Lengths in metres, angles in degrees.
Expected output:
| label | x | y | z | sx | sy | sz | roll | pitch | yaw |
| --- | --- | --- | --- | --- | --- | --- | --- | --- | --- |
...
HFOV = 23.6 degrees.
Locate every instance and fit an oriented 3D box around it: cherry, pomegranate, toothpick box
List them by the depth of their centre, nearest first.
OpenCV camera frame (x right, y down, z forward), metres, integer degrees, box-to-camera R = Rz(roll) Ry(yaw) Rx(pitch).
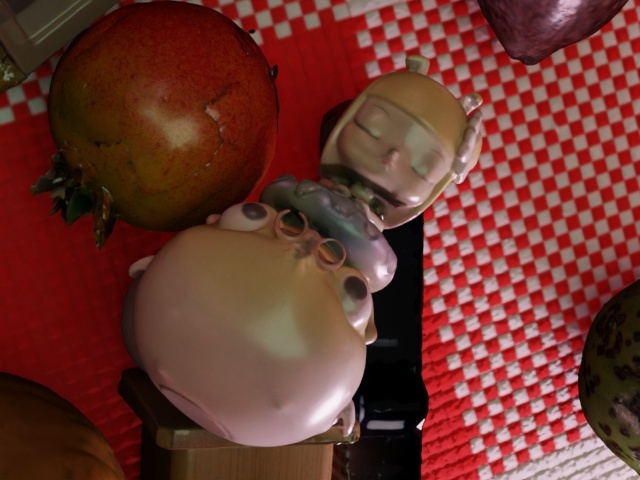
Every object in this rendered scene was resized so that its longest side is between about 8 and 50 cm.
| label | x | y | z | sx | sy | sz | roll | pitch | yaw |
| --- | --- | --- | --- | --- | --- | --- | --- | --- | --- |
| pomegranate | -0.145 | -0.100 | 1.345 | 0.210 | 0.210 | 0.235 | 46 | 77 | -18 |
| toothpick box | -0.086 | 0.289 | 1.424 | 0.187 | 0.190 | 0.308 | 0 | 100 | -20 |
| cherry | 0.221 | -0.313 | 1.449 | 0.203 | 0.230 | 0.300 | -5 | 114 | -18 |
| pomegranate | 0.394 | 0.145 | 1.540 | 0.254 | 0.270 | 0.254 | -32 | 139 | -34 |

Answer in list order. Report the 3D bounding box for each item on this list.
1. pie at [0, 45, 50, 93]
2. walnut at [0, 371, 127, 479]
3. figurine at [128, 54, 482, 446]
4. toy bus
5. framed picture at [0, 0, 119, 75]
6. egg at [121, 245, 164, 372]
| label | x | y | z | sx | sy | sz | roll | pitch | yaw |
| --- | --- | --- | --- | --- | --- | --- | --- | --- | --- |
| pie | -0.320 | -0.245 | 1.313 | 0.274 | 0.055 | 0.274 | 0 | 106 | -2 |
| walnut | -0.329 | 0.285 | 1.265 | 0.397 | 0.308 | 0.354 | -14 | 129 | -24 |
| figurine | 0.000 | 0.000 | 1.331 | 0.226 | 0.274 | 0.394 | 37 | 70 | 0 |
| toy bus | 0.050 | 0.067 | 1.491 | 0.093 | 0.092 | 0.409 | -1 | 95 | -22 |
| framed picture | -0.144 | -0.379 | 1.223 | 0.446 | 0.028 | 0.326 | -41 | 137 | -10 |
| egg | -0.130 | 0.063 | 1.420 | 0.103 | 0.103 | 0.135 | 23 | 84 | -20 |
